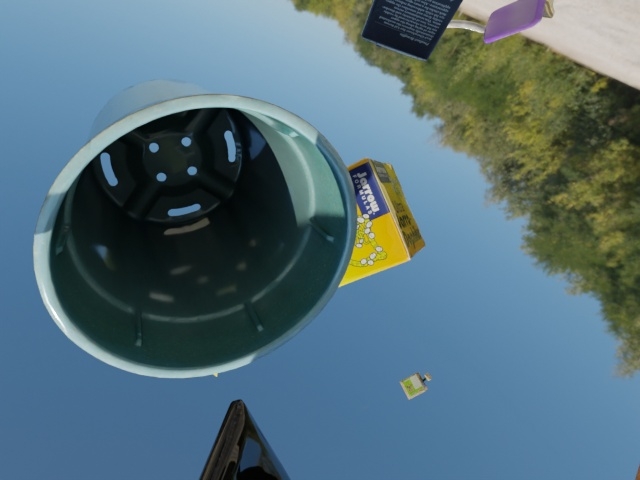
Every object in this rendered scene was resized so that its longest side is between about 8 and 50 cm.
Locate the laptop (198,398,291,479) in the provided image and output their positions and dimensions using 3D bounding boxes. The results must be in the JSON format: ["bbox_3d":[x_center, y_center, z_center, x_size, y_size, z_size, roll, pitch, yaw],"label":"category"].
[{"bbox_3d":[-0.156,0.417,0.371,0.236,0.408,0.382,-6,-146,19],"label":"laptop"}]

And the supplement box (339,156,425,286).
[{"bbox_3d":[0.000,0.000,0.895,0.195,0.356,0.194,67,-158,2],"label":"supplement box"}]

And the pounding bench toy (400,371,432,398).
[{"bbox_3d":[0.273,0.394,1.225,0.052,0.083,0.065,62,-168,21],"label":"pounding bench toy"}]

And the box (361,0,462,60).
[{"bbox_3d":[0.145,-0.375,0.583,0.108,0.207,0.153,18,-106,-4],"label":"box"}]

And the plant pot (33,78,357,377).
[{"bbox_3d":[-0.176,-0.061,0.605,0.341,0.341,0.334,7,-154,-31],"label":"plant pot"}]

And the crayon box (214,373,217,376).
[{"bbox_3d":[-0.314,0.156,1.065,0.318,0.202,0.081,26,-154,32],"label":"crayon box"}]

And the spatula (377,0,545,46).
[{"bbox_3d":[0.229,-0.374,0.775,0.296,0.084,0.030,7,155,32],"label":"spatula"}]

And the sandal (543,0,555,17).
[{"bbox_3d":[0.390,-0.443,0.793,0.072,0.049,0.180,32,-159,23],"label":"sandal"}]

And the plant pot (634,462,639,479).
[{"bbox_3d":[0.258,0.127,0.102,0.203,0.291,0.291,27,-152,14],"label":"plant pot"}]
